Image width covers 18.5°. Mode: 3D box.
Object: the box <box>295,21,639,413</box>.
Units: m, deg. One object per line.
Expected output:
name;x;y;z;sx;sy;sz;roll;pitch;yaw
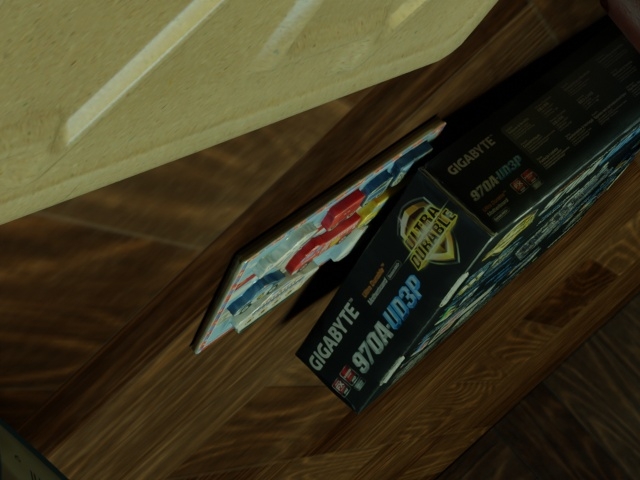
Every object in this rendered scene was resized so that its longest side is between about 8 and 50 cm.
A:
box;0.099;-0.022;1.018;0.220;0.051;0.175;-38;168;-37

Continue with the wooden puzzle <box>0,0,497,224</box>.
wooden puzzle;0.027;-0.136;0.369;0.322;0.080;0.348;-50;171;34

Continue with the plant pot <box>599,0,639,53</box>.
plant pot;0.285;-0.088;0.886;0.272;0.265;0.272;-39;167;-11

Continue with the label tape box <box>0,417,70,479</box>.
label tape box;-0.165;0.266;0.721;0.348;0.249;0.115;-43;-157;2

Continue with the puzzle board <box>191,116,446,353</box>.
puzzle board;0.000;0.000;0.906;0.128;0.011;0.096;-35;166;-30
